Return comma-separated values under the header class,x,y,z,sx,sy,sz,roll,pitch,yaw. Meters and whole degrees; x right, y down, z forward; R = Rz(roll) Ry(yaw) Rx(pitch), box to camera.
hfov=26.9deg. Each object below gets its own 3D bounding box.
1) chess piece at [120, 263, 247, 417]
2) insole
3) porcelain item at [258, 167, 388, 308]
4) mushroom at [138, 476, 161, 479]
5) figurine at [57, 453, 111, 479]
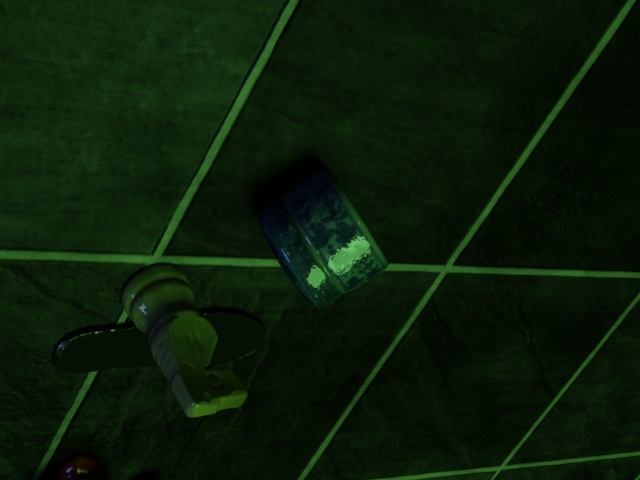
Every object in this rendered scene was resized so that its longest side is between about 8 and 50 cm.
class,x,y,z,sx,sy,sz,roll,pitch,yaw
chess piece,-0.162,0.127,1.593,0.090,0.200,0.090,-21,143,-17
insole,-0.201,0.134,1.732,0.309,0.012,0.110,-5,136,-34
porcelain item,0.000,0.000,1.618,0.114,0.147,0.147,-33,145,2
mushroom,-0.287,0.462,1.985,0.118,0.103,0.270,13,114,-52
figurine,-0.325,0.406,1.819,0.173,0.173,0.173,-21,143,-17
